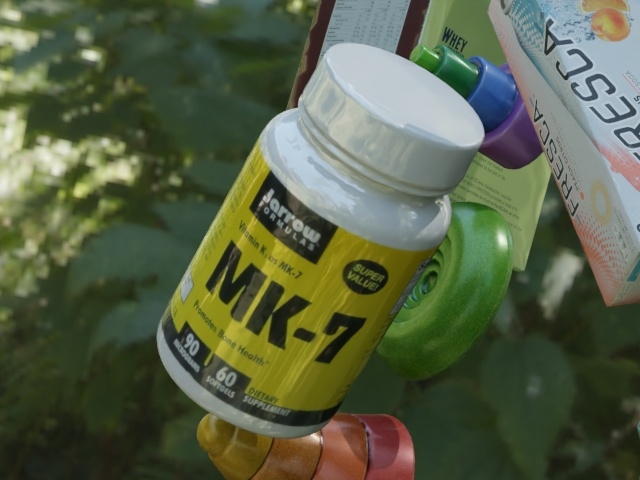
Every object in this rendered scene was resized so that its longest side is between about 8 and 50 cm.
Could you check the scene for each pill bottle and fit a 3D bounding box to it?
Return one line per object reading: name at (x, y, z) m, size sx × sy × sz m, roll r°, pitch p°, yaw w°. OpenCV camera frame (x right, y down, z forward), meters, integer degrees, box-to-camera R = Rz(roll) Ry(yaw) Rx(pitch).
pill bottle at (0.000, 0.000, 0.998) m, size 0.119 × 0.208 × 0.119 m, roll 23°, pitch 27°, yaw -13°

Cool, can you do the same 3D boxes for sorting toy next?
sorting toy at (0.028, 0.032, 1.129) m, size 0.126 × 0.365 × 0.127 m, roll 29°, pitch -8°, yaw -28°

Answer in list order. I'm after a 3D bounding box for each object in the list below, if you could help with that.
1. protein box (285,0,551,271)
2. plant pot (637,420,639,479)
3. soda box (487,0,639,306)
protein box at (0.089, -0.102, 1.485) m, size 0.136 × 0.201 × 0.200 m, roll 7°, pitch -13°, yaw 46°
plant pot at (0.347, 0.184, 1.272) m, size 0.293 × 0.196 × 0.293 m, roll -24°, pitch 0°, yaw 0°
soda box at (0.142, -0.062, 0.863) m, size 0.058 × 0.063 × 0.183 m, roll -12°, pitch 63°, yaw -15°
